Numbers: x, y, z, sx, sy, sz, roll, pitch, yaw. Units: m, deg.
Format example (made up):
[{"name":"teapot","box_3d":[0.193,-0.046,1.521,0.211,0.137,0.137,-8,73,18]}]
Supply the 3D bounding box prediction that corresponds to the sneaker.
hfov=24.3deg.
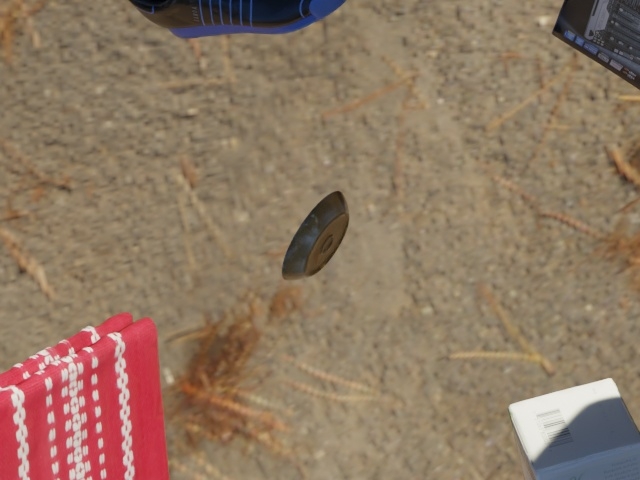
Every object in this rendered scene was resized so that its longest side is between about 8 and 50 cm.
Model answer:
[{"name":"sneaker","box_3d":[-0.078,-0.231,1.312,0.232,0.090,0.081,-7,68,35]}]

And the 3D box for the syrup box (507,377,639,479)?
[{"name":"syrup box","box_3d":[0.235,0.244,1.268,0.096,0.093,0.237,-15,121,1]}]

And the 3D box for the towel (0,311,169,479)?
[{"name":"towel","box_3d":[-0.106,0.143,0.401,0.031,0.275,0.199,-1,100,22]}]

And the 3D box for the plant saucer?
[{"name":"plant saucer","box_3d":[0.000,0.000,1.178,0.015,0.083,0.083,33,114,17]}]

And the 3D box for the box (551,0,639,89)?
[{"name":"box","box_3d":[0.435,-0.243,1.701,0.307,0.076,0.242,36,158,10]}]
